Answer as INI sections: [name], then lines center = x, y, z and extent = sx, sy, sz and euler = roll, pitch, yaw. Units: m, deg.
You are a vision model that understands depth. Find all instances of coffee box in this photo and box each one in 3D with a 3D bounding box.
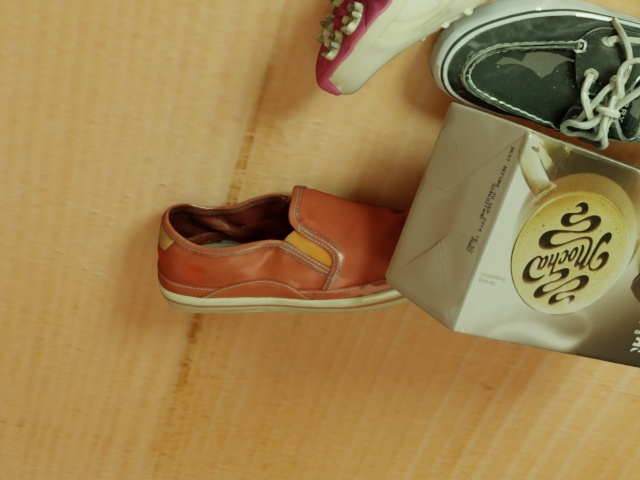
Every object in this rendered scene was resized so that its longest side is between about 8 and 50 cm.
[coffee box]
center = 0.229, 0.007, 0.823
extent = 0.297, 0.119, 0.168
euler = 14, 102, -30

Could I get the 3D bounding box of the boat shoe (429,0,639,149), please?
[boat shoe]
center = 0.250, -0.130, 0.805
extent = 0.306, 0.105, 0.113
euler = 9, 125, -8

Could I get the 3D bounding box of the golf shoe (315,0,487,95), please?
[golf shoe]
center = 0.114, -0.218, 0.737
extent = 0.140, 0.115, 0.306
euler = 27, 122, -23

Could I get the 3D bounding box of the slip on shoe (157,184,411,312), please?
[slip on shoe]
center = 0.000, 0.000, 0.893
extent = 0.331, 0.123, 0.101
euler = -4, 122, 8
